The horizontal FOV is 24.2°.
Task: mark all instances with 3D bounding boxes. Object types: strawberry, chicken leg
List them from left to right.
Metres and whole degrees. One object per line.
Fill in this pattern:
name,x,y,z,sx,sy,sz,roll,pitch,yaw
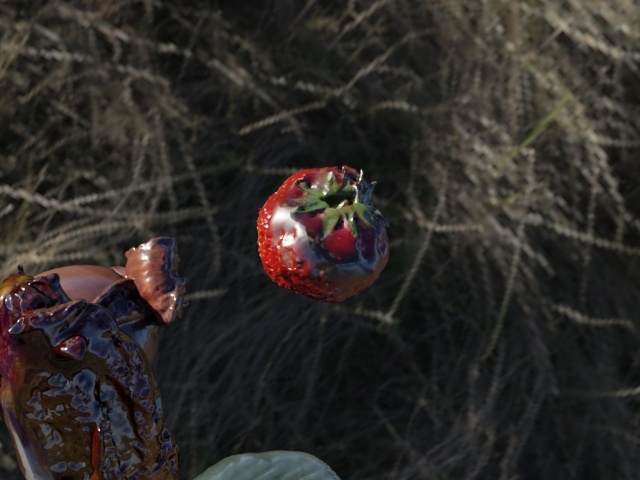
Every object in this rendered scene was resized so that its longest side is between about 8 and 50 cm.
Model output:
chicken leg,-0.181,0.168,1.088,0.158,0.407,0.096,33,58,14
strawberry,-0.001,0.000,1.076,0.106,0.106,0.106,15,56,-24

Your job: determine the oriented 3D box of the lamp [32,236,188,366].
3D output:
lamp,-0.214,0.095,1.407,0.223,0.215,0.151,-16,89,-14

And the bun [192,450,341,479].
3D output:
bun,-0.030,0.293,1.326,0.229,0.145,0.229,8,50,-9
